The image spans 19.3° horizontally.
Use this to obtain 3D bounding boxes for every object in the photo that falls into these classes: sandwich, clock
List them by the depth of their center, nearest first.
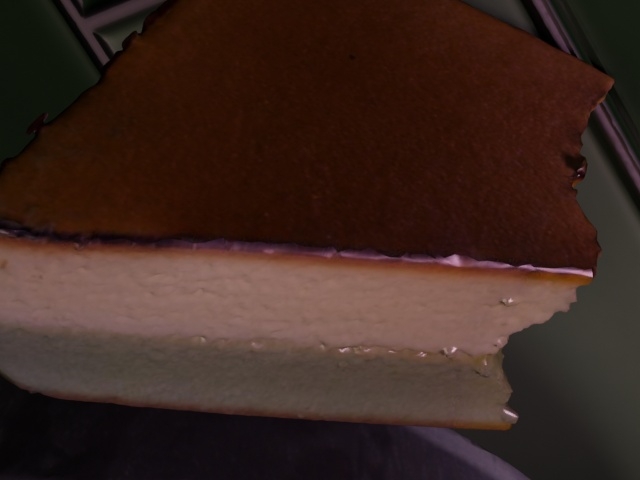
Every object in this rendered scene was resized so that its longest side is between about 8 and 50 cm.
[{"bbox_3d":[0.000,0.000,0.680,0.186,0.220,0.108,30,136,11],"label":"sandwich"},{"bbox_3d":[-0.043,0.183,0.896,0.386,0.076,0.386,13,145,10],"label":"clock"}]
